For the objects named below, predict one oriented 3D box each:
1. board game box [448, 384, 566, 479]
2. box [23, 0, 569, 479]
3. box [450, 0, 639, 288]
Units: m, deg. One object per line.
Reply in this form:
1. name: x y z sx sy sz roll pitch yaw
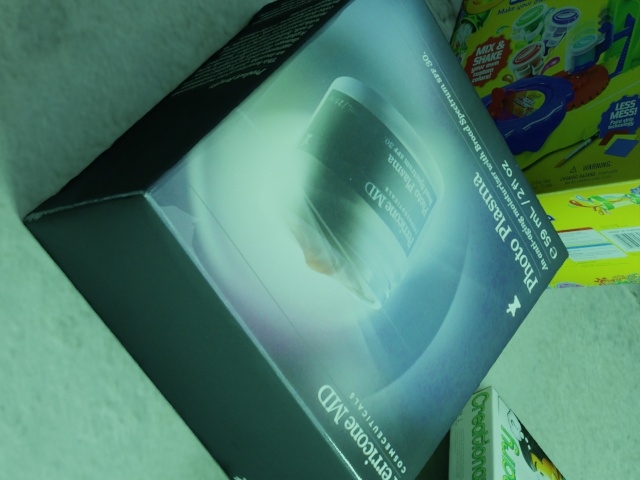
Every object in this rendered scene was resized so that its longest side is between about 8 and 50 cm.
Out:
1. board game box: 0.180 0.292 0.921 0.193 0.053 0.305 50 25 -22
2. box: 0.000 0.000 0.817 0.294 0.183 0.296 -49 115 -31
3. box: 0.264 -0.119 0.980 0.177 0.290 0.279 33 65 -33
